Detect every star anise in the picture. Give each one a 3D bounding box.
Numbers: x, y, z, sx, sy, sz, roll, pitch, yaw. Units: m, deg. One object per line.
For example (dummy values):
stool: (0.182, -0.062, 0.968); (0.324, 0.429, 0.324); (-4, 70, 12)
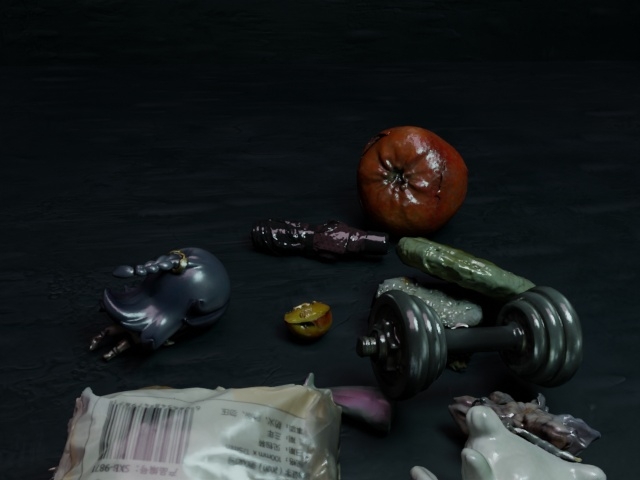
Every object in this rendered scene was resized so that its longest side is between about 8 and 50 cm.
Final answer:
star anise: (0.324, 0.293, 1.046); (0.229, 0.093, 0.236); (6, -1, -2)

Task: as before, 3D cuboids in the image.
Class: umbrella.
umbrella: (0.000, 0.000, 1.541); (0.326, 0.094, 0.090); (6, -13, 7)

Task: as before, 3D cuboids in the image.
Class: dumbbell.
dumbbell: (0.252, 0.165, 1.104); (0.406, 0.179, 0.179); (-1, 31, -19)

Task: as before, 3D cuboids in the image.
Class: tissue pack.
tissue pack: (-0.149, 0.345, 0.829); (0.375, 0.195, 0.390); (4, 47, -3)

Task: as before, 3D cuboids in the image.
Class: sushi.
sushi: (0.203, 0.150, 1.292); (0.212, 0.115, 0.147); (14, 36, 13)

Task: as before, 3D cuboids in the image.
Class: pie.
pie: (0.295, 0.066, 1.348); (0.306, 0.071, 0.306); (24, -1, 0)

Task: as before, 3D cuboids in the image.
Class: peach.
peach: (-0.022, 0.160, 1.300); (0.098, 0.061, 0.098); (-10, 14, 3)

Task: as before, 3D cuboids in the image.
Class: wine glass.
wine glass: (0.049, 0.271, 1.119); (0.155, 0.073, 0.073); (9, 32, 11)

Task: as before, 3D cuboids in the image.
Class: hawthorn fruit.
hawthorn fruit: (0.250, -0.146, 1.662); (0.276, 0.276, 0.307); (31, 22, 37)

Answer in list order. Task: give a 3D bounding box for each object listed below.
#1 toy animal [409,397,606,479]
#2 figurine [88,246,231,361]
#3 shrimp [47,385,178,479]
toy animal: (0.228, 0.374, 0.879); (0.289, 0.174, 0.249); (-23, 53, -39)
figurine: (-0.293, 0.114, 1.254); (0.175, 0.197, 0.265); (53, 42, 6)
shrimp: (-0.323, 0.310, 1.025); (0.164, 0.062, 0.317); (22, 31, 34)
